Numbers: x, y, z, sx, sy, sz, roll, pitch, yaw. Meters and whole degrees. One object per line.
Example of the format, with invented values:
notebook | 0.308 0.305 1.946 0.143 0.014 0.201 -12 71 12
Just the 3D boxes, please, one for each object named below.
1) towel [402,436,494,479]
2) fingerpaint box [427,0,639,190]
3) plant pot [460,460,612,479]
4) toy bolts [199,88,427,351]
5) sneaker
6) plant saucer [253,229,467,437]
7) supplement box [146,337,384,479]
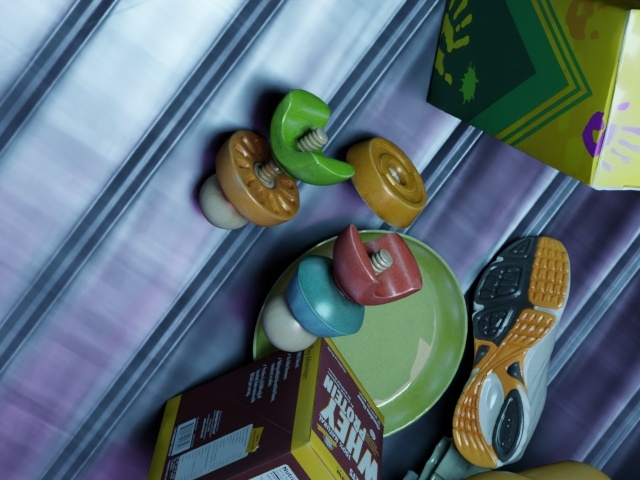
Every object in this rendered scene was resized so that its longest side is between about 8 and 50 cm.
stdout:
towel | 0.153 0.420 1.661 0.324 0.056 0.312 45 70 -29
fingerpaint box | 0.385 -0.153 1.436 0.444 0.371 0.163 4 105 -19
plant pot | 0.232 0.326 1.569 0.188 0.205 0.205 -19 116 -47
toy bolts | 0.000 0.000 1.468 0.158 0.228 0.218 -35 149 28
sneaker | 0.214 0.124 1.626 0.099 0.121 0.262 16 82 21
plant saucer | 0.040 0.100 1.578 0.241 0.037 0.241 -5 108 -16
supplement box | -0.053 0.223 1.466 0.194 0.191 0.129 -25 115 18
